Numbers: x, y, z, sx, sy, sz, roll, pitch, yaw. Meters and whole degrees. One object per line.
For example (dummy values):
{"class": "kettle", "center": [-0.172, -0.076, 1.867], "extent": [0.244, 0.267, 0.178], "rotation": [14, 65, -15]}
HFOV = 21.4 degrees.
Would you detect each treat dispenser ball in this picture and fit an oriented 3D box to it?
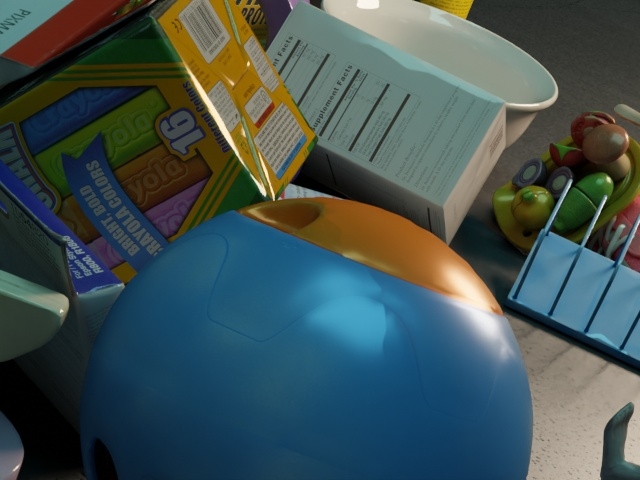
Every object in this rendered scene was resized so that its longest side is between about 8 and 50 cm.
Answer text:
{"class": "treat dispenser ball", "center": [-0.009, 0.116, 1.080], "extent": [0.288, 0.288, 0.288], "rotation": [18, 24, -8]}

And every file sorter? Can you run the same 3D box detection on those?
{"class": "file sorter", "center": [0.294, 0.031, 1.697], "extent": [0.170, 0.104, 0.118], "rotation": [25, 45, 8]}

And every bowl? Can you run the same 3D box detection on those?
{"class": "bowl", "center": [0.118, -0.172, 1.982], "extent": [0.297, 0.134, 0.298], "rotation": [17, 24, -8]}

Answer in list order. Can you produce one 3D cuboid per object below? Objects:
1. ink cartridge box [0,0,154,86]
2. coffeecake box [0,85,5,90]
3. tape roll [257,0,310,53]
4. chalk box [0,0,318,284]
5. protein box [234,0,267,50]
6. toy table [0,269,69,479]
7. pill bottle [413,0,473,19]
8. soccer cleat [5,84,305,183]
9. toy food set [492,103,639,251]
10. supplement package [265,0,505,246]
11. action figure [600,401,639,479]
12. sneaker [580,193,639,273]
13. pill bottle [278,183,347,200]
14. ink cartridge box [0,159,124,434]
{"class": "ink cartridge box", "center": [-0.231, -0.226, 1.479], "extent": [0.091, 0.385, 0.308], "rotation": [59, 37, -15]}
{"class": "coffeecake box", "center": [-0.384, -0.219, 1.740], "extent": [0.185, 0.068, 0.142], "rotation": [13, 25, -20]}
{"class": "tape roll", "center": [-0.110, -0.242, 1.870], "extent": [0.189, 0.189, 0.080], "rotation": [24, 24, 4]}
{"class": "chalk box", "center": [-0.180, -0.066, 1.392], "extent": [0.179, 0.289, 0.180], "rotation": [57, 23, -13]}
{"class": "protein box", "center": [-0.140, -0.329, 2.011], "extent": [0.201, 0.200, 0.136], "rotation": [37, 28, 30]}
{"class": "toy table", "center": [-0.311, 0.060, 1.103], "extent": [0.274, 0.161, 0.252], "rotation": [16, 25, -15]}
{"class": "pill bottle", "center": [0.129, -0.298, 2.163], "extent": [0.117, 0.208, 0.117], "rotation": [18, 24, -9]}
{"class": "soccer cleat", "center": [-0.155, -0.082, 1.634], "extent": [0.318, 0.108, 0.116], "rotation": [16, 52, -31]}
{"class": "toy food set", "center": [0.281, -0.084, 1.843], "extent": [0.128, 0.218, 0.071], "rotation": [48, -6, 42]}
{"class": "supplement package", "center": [0.055, -0.121, 1.760], "extent": [0.244, 0.134, 0.139], "rotation": [28, -13, 13]}
{"class": "action figure", "center": [0.382, 0.257, 1.349], "extent": [0.330, 0.178, 0.341], "rotation": [39, 1, 21]}
{"class": "sneaker", "center": [0.349, -0.001, 1.845], "extent": [0.313, 0.116, 0.136], "rotation": [31, 36, 28]}
{"class": "pill bottle", "center": [0.000, 0.000, 1.578], "extent": [0.160, 0.087, 0.087], "rotation": [15, 25, -14]}
{"class": "ink cartridge box", "center": [-0.209, 0.016, 1.215], "extent": [0.045, 0.224, 0.223], "rotation": [-30, 50, -25]}
